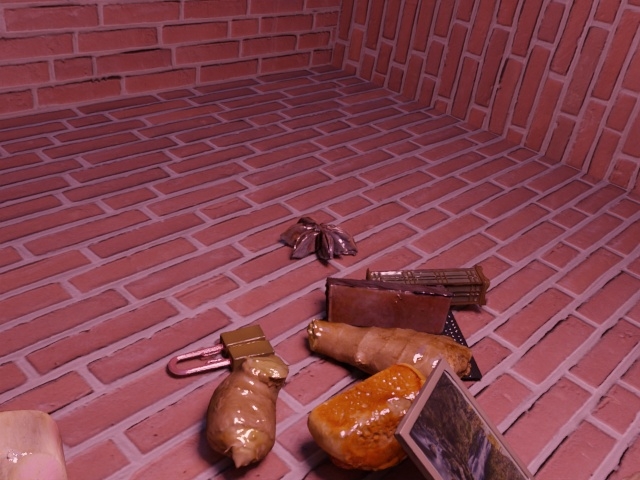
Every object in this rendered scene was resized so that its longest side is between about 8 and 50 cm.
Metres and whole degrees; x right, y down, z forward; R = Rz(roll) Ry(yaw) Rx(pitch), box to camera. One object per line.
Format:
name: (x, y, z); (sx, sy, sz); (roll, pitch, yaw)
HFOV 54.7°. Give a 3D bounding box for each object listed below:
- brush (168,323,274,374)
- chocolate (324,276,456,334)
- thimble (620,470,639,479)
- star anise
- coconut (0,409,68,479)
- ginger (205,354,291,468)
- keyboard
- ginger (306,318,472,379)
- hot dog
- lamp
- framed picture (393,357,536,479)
brush: (-0.230, 0.260, 1.410); (0.233, 0.047, 0.103); (-8, 36, -25)
chocolate: (0.171, 0.165, 1.565); (0.321, 0.112, 0.112); (5, 9, -5)
thimble: (0.639, 0.520, 1.096); (0.229, 0.196, 0.148); (-9, 18, 31)
star anise: (0.000, 0.000, 1.854); (0.236, 0.093, 0.229); (5, 26, -15)
coconut: (-0.535, 0.375, 1.010); (0.236, 0.197, 0.237); (4, 37, -3)
ginger: (-0.149, 0.332, 1.234); (0.138, 0.152, 0.267); (29, 46, -18)
keyboard: (0.327, 0.248, 1.603); (0.100, 0.018, 0.310); (2, 33, -10)
ginger: (0.164, 0.237, 1.447); (0.375, 0.166, 0.236); (28, 42, 28)
hot dog: (0.110, 0.365, 1.230); (0.256, 0.153, 0.150); (-24, 30, -18)
lamp: (0.287, 0.129, 1.682); (0.325, 0.089, 0.090); (-1, 31, -4)
framed picture: (0.281, 0.410, 1.156); (0.324, 0.020, 0.240); (53, 39, -1)
